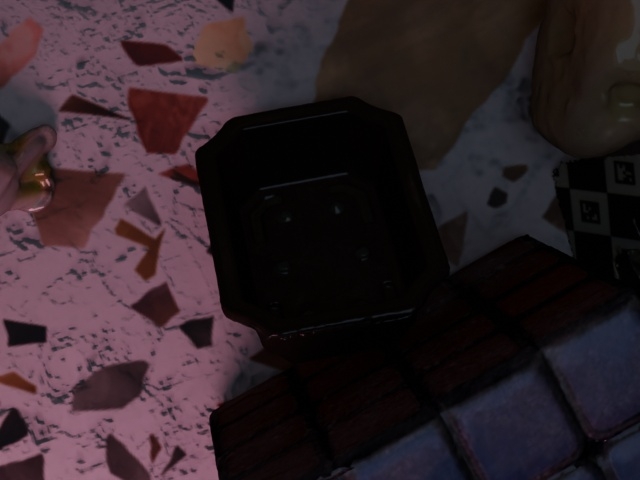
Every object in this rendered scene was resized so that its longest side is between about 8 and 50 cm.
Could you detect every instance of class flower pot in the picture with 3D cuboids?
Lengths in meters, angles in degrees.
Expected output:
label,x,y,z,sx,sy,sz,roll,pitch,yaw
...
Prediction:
label,x,y,z,sx,sy,sz,roll,pitch,yaw
flower pot,0.000,0.000,1.241,0.179,0.251,0.084,-10,137,-4

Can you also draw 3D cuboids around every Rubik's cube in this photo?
label,x,y,z,sx,sy,sz,roll,pitch,yaw
Rubik's cube,0.135,0.232,1.210,0.344,0.344,0.337,-28,99,0

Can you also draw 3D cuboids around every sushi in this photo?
label,x,y,z,sx,sy,sz,roll,pitch,yaw
sushi,0.304,0.020,1.304,0.040,0.193,0.210,-24,104,-40

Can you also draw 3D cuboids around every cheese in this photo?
label,x,y,z,sx,sy,sz,roll,pitch,yaw
cheese,0.264,-0.204,1.252,0.251,0.173,0.248,-27,100,4

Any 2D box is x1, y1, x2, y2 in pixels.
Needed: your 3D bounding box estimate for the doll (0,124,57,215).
label,x,y,z,sx,sy,sz,roll,pitch,yaw
doll,-0.390,-0.002,1.194,0.423,0.161,0.348,35,83,-43
